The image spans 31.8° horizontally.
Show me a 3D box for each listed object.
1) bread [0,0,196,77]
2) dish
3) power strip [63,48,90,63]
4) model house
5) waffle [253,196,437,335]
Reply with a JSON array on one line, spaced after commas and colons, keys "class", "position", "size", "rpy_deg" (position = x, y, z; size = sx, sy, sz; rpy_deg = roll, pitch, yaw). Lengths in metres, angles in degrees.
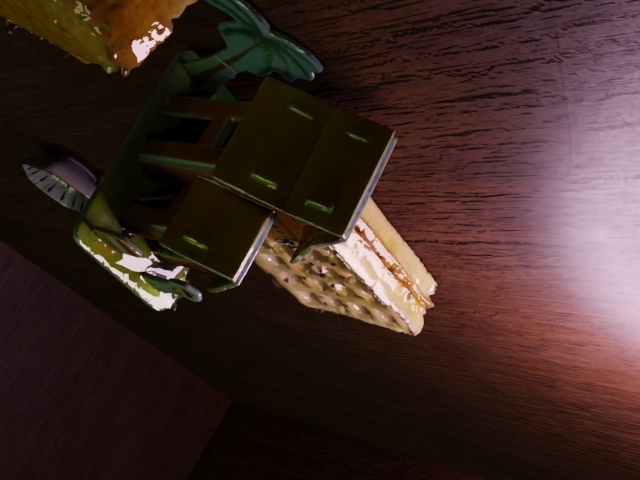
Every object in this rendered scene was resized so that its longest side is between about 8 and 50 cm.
[{"class": "bread", "position": [-0.278, -0.319, 1.103], "size": [0.340, 0.194, 0.179], "rpy_deg": [28, 165, 23]}, {"class": "dish", "position": [-0.507, -0.123, 2.262], "size": [0.190, 0.066, 0.191], "rpy_deg": [27, 161, 10]}, {"class": "power strip", "position": [-0.376, -0.306, 1.553], "size": [0.178, 0.049, 0.028], "rpy_deg": [33, 167, -11]}, {"class": "model house", "position": [-0.106, -0.090, 1.335], "size": [0.323, 0.300, 0.340], "rpy_deg": [10, 154, 37]}, {"class": "waffle", "position": [0.000, 0.000, 1.691], "size": [0.261, 0.114, 0.376], "rpy_deg": [17, 159, 38]}]
